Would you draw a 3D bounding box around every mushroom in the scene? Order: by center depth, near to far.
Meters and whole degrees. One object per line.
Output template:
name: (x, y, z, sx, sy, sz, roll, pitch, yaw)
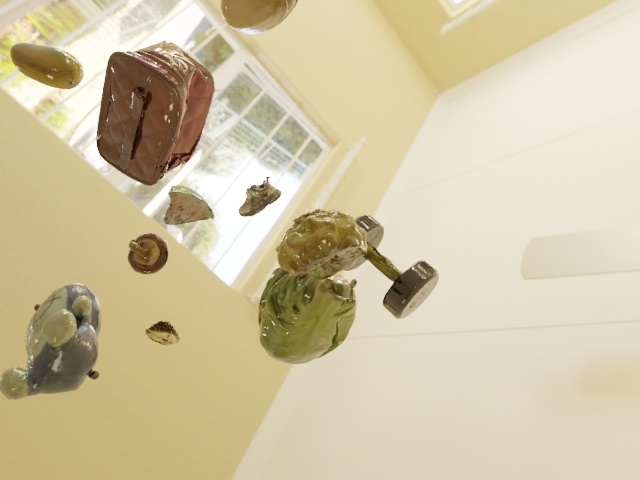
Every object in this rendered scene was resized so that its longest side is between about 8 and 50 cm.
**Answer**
mushroom: (-0.512, 0.042, 1.423, 0.127, 0.127, 0.087, -44, 176, 1)

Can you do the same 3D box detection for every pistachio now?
pistachio: (-0.182, -0.692, 1.368, 0.292, 0.182, 0.162, -6, -138, 41)

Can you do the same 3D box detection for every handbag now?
handbag: (-0.281, -0.212, 0.804, 0.225, 0.146, 0.135, -57, 178, 35)

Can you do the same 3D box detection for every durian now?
durian: (-0.500, 0.293, 1.524, 0.066, 0.130, 0.052, -41, -135, 7)

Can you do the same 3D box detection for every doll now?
doll: (-0.521, 0.190, 0.961, 0.228, 0.154, 0.258, -54, -143, 4)

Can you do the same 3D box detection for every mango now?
mango: (-0.976, -0.629, 1.700, 0.114, 0.250, 0.157, 135, -29, -57)

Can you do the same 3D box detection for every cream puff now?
cream puff: (-0.002, 0.001, 1.425, 0.281, 0.185, 0.282, -21, 160, -8)

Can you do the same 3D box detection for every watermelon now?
watermelon: (-0.392, -0.098, 1.345, 0.139, 0.187, 0.071, -31, -120, 9)

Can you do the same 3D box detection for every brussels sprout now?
brussels sprout: (-0.058, 0.272, 1.740, 0.425, 0.342, 0.362, -63, 171, -81)

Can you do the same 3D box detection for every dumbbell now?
dumbbell: (0.207, 0.082, 1.570, 0.203, 0.322, 0.204, -37, 153, -22)

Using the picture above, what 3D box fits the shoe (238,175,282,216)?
shoe: (-0.235, -0.161, 1.766, 0.180, 0.092, 0.089, -33, -154, -7)
